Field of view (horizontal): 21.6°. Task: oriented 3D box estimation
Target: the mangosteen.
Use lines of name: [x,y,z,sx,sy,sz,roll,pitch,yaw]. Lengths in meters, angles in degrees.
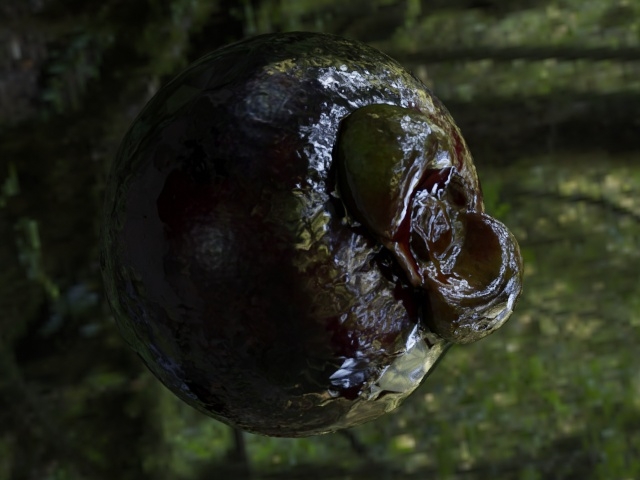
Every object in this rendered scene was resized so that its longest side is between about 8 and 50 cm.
mangosteen: [0.000,0.000,0.595,0.152,0.152,0.152,-9,90,-87]
